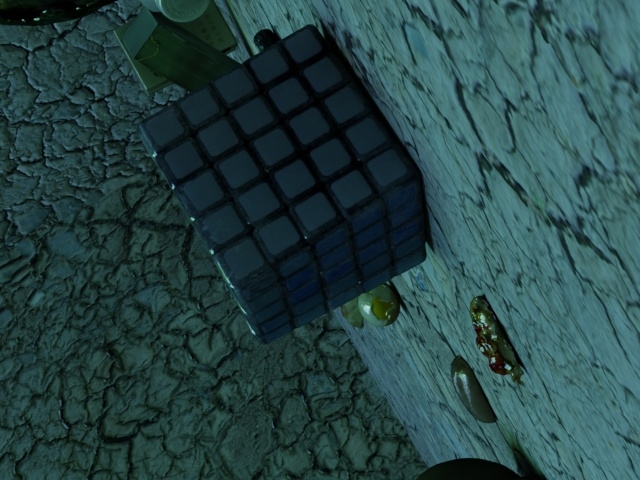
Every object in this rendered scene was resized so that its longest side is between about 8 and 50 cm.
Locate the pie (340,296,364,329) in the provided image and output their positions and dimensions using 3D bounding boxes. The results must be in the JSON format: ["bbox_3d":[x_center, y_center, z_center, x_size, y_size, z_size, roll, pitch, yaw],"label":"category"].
[{"bbox_3d":[0.019,0.015,2.325,0.337,0.075,0.337,156,90,-86],"label":"pie"}]

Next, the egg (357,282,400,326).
[{"bbox_3d":[0.100,0.110,1.986,0.083,0.071,0.071,60,177,-39],"label":"egg"}]

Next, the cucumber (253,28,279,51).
[{"bbox_3d":[-0.055,-0.249,1.664,0.133,0.032,0.032,58,175,36],"label":"cucumber"}]

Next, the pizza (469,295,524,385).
[{"bbox_3d":[0.176,0.098,1.264,0.099,0.029,0.100,64,175,-28],"label":"pizza"}]

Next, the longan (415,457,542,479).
[{"bbox_3d":[0.226,0.432,1.584,0.243,0.300,0.300,-4,-125,-48],"label":"longan"}]

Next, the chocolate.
[{"bbox_3d":[0.208,0.213,1.652,0.101,0.031,0.064,64,171,-21],"label":"chocolate"}]

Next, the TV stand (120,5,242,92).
[{"bbox_3d":[-0.221,-0.312,2.114,0.269,0.083,0.088,29,-161,-38],"label":"TV stand"}]

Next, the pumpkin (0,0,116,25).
[{"bbox_3d":[-0.397,-0.475,1.536,0.454,0.454,0.344,68,-167,-60],"label":"pumpkin"}]

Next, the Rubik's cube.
[{"bbox_3d":[-0.036,-0.056,1.337,0.238,0.237,0.237,58,176,22],"label":"Rubik's cube"}]

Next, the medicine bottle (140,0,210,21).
[{"bbox_3d":[-0.263,-0.462,2.028,0.215,0.135,0.135,56,174,48],"label":"medicine bottle"}]

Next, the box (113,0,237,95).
[{"bbox_3d":[-0.280,-0.388,2.280,0.141,0.201,0.058,59,172,3],"label":"box"}]
